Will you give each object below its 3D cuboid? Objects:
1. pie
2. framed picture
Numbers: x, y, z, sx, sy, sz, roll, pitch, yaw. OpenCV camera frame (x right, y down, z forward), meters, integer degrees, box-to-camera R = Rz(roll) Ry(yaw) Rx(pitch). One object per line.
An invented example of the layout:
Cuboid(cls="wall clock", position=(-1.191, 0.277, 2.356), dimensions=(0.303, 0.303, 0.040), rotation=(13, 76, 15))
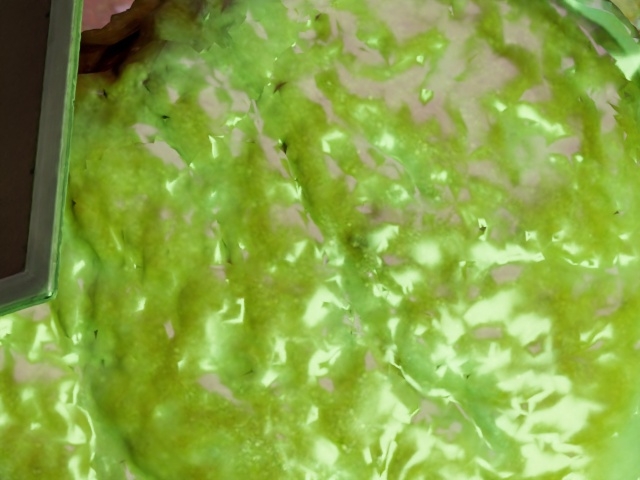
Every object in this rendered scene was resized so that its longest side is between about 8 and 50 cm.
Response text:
Cuboid(cls="pie", position=(-0.004, 0.026, 0.922), dimensions=(0.395, 0.180, 0.418), rotation=(38, 84, -6))
Cuboid(cls="framed picture", position=(-0.233, -0.030, 0.863), dimensions=(0.018, 0.293, 0.231), rotation=(42, 39, -47))
